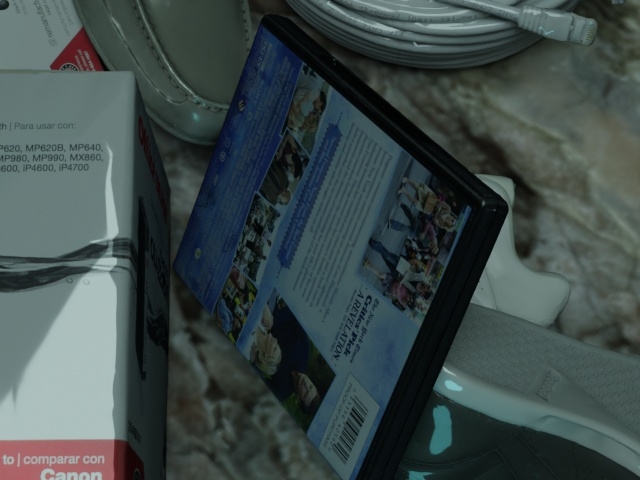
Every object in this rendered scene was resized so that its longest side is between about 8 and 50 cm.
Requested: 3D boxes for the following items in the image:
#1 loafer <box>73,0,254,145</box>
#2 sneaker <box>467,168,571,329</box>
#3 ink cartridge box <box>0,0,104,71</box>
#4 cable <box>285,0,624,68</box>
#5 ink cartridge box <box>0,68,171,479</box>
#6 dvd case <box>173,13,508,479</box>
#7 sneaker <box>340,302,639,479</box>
[{"bbox_3d":[-0.107,-0.213,1.049,0.112,0.111,0.319,-5,66,-42],"label":"loafer"},{"bbox_3d":[0.061,-0.016,1.009,0.115,0.090,0.232,-39,83,-17],"label":"sneaker"},{"bbox_3d":[-0.211,-0.102,1.057,0.135,0.056,0.099,-24,73,-6],"label":"ink cartridge box"},{"bbox_3d":[0.077,-0.240,1.067,0.257,0.089,0.257,5,75,4],"label":"cable"},{"bbox_3d":[-0.152,0.061,0.925,0.114,0.197,0.272,-2,72,1],"label":"ink cartridge box"},{"bbox_3d":[0.000,0.000,0.912,0.253,0.022,0.180,46,121,49],"label":"dvd case"},{"bbox_3d":[0.144,0.144,0.945,0.296,0.147,0.104,23,34,-18],"label":"sneaker"}]
